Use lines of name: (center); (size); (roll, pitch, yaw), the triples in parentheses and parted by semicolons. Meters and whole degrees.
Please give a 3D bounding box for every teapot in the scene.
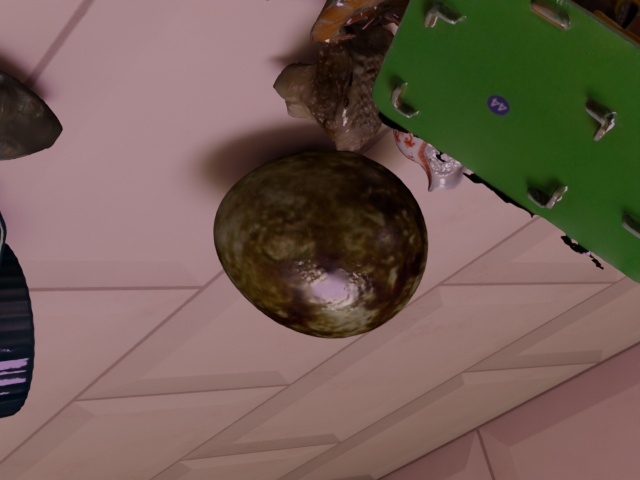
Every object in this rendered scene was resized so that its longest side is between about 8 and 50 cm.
teapot: (0.167, -0.152, 1.448); (0.159, 0.116, 0.245); (0, 159, -8)

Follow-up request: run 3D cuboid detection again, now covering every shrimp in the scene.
shrimp: (0.048, -0.233, 1.191); (0.132, 0.051, 0.187); (-20, 172, 8)

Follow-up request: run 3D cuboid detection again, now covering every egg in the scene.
egg: (0.000, 0.000, 1.529); (0.289, 0.238, 0.238); (18, 141, -42)

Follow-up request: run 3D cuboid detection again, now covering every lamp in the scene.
lamp: (-0.338, -0.124, 1.162); (0.101, 0.101, 0.250); (-25, 161, 22)

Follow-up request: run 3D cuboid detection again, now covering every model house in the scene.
model house: (0.288, -0.187, 1.155); (0.313, 0.358, 0.242); (-49, 168, -34)

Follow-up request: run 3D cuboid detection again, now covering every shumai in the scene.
shumai: (0.013, -0.168, 1.311); (0.116, 0.145, 0.145); (16, 170, 23)

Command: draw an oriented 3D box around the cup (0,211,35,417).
cup: (-0.509, 0.086, 1.440); (0.292, 0.308, 0.242); (-3, -173, -33)
